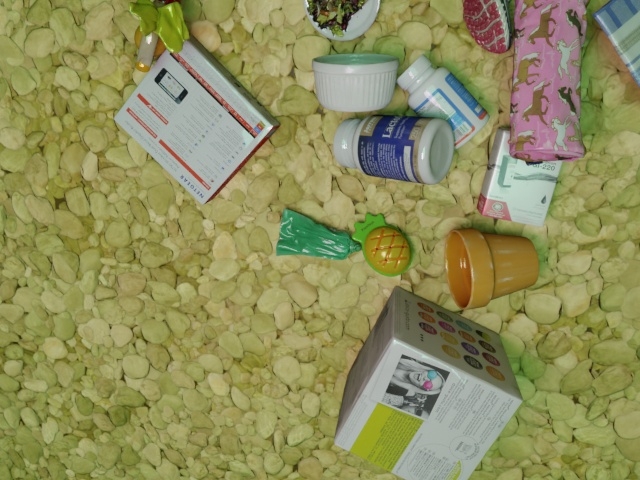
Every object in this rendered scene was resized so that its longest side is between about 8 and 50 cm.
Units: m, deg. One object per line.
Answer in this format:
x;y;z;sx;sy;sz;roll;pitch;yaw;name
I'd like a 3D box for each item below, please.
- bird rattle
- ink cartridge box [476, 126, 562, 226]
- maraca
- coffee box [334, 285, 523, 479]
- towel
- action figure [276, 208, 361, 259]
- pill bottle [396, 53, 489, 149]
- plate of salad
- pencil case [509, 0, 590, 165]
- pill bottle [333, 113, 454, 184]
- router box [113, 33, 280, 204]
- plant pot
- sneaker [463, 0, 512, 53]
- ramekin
-0.412;-0.527;1.274;0.143;0.254;0.207;13;124;-30;bird rattle
0.496;-0.159;1.295;0.158;0.092;0.218;11;106;6;ink cartridge box
0.166;0.012;1.403;0.127;0.099;0.186;-38;83;-13;maraca
0.269;0.383;1.371;0.334;0.338;0.339;25;109;1;coffee box
0.739;-0.434;1.151;0.209;0.034;0.285;-41;98;-13;towel
0.000;0.000;1.446;0.232;0.063;0.137;13;107;10;action figure
0.290;-0.337;1.260;0.124;0.124;0.221;-42;96;19;pill bottle
0.045;-0.580;1.246;0.199;0.048;0.200;12;124;18;plate of salad
0.503;-0.365;1.145;0.159;0.167;0.387;1;91;24;pencil case
0.171;-0.224;1.257;0.264;0.153;0.153;13;111;36;pill bottle
-0.331;-0.319;1.396;0.335;0.082;0.301;45;109;-5;router box
0.439;0.064;1.330;0.187;0.205;0.205;-6;106;-4;plant pot
0.390;-0.576;1.178;0.111;0.121;0.300;-25;111;-14;sneaker
0.082;-0.379;1.247;0.206;0.207;0.109;3;117;9;ramekin
